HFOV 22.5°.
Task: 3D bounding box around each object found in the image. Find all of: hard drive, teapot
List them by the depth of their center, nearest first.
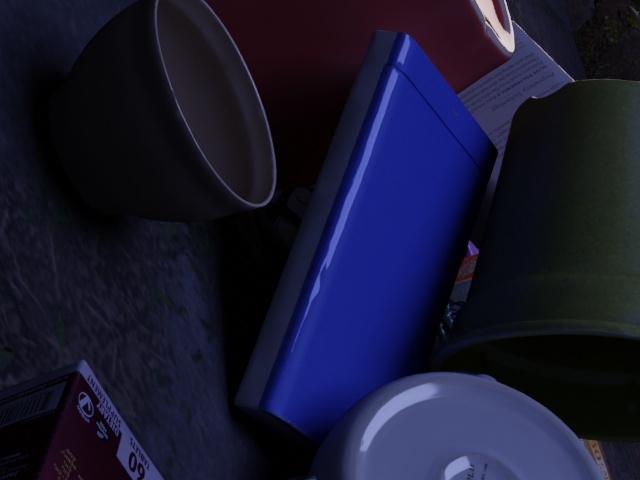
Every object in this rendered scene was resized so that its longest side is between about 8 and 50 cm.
[{"bbox_3d":[0.088,0.232,1.207,0.256,0.187,0.252,-21,63,-33],"label":"teapot"},{"bbox_3d":[0.047,0.022,1.296,0.210,0.040,0.319,44,62,-53],"label":"hard drive"}]

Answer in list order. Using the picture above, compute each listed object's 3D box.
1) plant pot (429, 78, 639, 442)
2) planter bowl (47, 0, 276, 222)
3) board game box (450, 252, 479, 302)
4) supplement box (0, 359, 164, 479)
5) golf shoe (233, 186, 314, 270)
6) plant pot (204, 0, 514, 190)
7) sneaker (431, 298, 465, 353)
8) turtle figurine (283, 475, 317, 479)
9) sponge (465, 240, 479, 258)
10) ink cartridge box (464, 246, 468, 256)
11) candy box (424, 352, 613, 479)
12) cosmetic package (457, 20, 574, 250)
[{"bbox_3d":[0.244,0.012,1.381,0.276,0.276,0.254,44,48,-53],"label":"plant pot"},{"bbox_3d":[-0.115,-0.080,1.088,0.162,0.109,0.162,56,22,-37],"label":"planter bowl"},{"bbox_3d":[0.225,0.195,1.843,0.317,0.064,0.242,64,19,-14],"label":"board game box"},{"bbox_3d":[-0.138,0.184,0.783,0.130,0.073,0.239,60,20,-26],"label":"supplement box"},{"bbox_3d":[0.000,0.000,1.375,0.186,0.086,0.068,27,43,-66],"label":"golf shoe"},{"bbox_3d":[0.024,-0.206,1.419,0.275,0.243,0.275,55,22,-35],"label":"plant pot"},{"bbox_3d":[0.085,0.074,1.516,0.223,0.098,0.083,7,63,-70],"label":"sneaker"},{"bbox_3d":[-0.018,0.272,0.977,0.175,0.118,0.234,-20,86,-32],"label":"turtle figurine"},{"bbox_3d":[0.205,0.019,2.039,0.117,0.031,0.210,67,17,-6],"label":"sponge"},{"bbox_3d":[0.077,-0.025,1.552,0.127,0.072,0.175,26,25,-4],"label":"ink cartridge box"},{"bbox_3d":[0.171,0.209,1.539,0.316,0.087,0.183,8,63,-56],"label":"candy box"},{"bbox_3d":[0.254,-0.027,1.669,0.365,0.155,0.197,50,-14,30],"label":"cosmetic package"}]
